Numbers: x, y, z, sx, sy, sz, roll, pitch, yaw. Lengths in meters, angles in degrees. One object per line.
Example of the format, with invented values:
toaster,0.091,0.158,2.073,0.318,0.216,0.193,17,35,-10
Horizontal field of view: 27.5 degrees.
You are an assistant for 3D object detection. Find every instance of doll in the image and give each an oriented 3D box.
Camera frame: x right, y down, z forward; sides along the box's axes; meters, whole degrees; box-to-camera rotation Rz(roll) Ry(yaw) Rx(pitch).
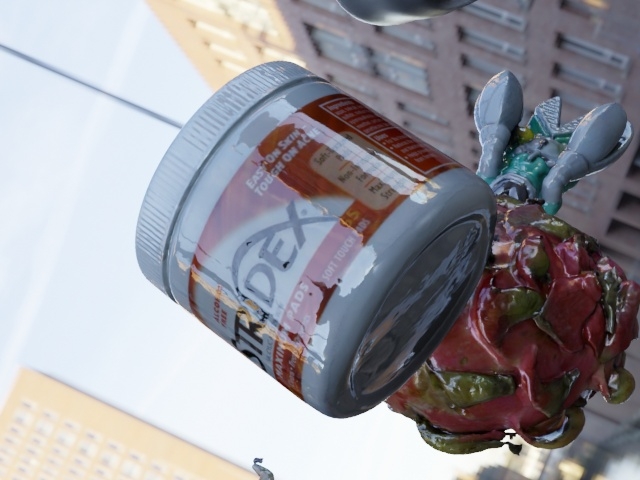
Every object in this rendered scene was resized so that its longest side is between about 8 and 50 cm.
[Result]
doll,0.288,-0.108,1.626,0.258,0.195,0.153,-85,3,-46

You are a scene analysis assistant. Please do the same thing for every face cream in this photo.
face cream,0.000,0.000,0.939,0.201,0.187,0.201,-44,-25,-26

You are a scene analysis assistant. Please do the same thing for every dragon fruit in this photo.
dragon fruit,0.171,0.086,1.287,0.250,0.291,0.269,-43,-40,-52

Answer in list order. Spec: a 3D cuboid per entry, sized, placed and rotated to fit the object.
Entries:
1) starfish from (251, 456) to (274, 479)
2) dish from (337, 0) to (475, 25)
starfish,-0.235,0.421,1.658,0.324,0.432,0.082,-123,29,-59
dish,0.131,-0.296,1.017,0.316,0.106,0.316,-37,-37,-35
